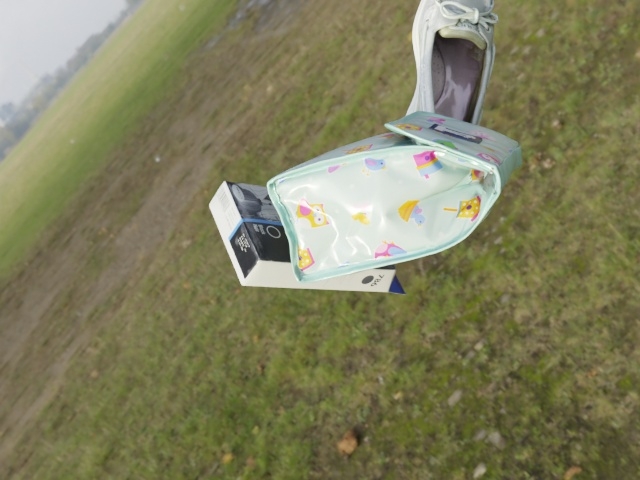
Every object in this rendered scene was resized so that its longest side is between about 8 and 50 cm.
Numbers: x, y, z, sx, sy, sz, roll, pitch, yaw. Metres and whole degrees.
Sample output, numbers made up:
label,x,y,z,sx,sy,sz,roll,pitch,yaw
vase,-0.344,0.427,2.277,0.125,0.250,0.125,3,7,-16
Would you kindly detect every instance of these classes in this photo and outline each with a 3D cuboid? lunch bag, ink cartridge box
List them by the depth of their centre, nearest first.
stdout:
label,x,y,z,sx,sy,sz,roll,pitch,yaw
lunch bag,0.101,-0.063,0.969,0.262,0.160,0.223,-17,6,21
ink cartridge box,0.000,0.000,1.299,0.065,0.333,0.165,-53,49,32

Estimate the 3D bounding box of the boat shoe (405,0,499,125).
label,x,y,z,sx,sy,sz,roll,pitch,yaw
boat shoe,0.186,-0.239,1.130,0.103,0.118,0.320,169,116,-71
